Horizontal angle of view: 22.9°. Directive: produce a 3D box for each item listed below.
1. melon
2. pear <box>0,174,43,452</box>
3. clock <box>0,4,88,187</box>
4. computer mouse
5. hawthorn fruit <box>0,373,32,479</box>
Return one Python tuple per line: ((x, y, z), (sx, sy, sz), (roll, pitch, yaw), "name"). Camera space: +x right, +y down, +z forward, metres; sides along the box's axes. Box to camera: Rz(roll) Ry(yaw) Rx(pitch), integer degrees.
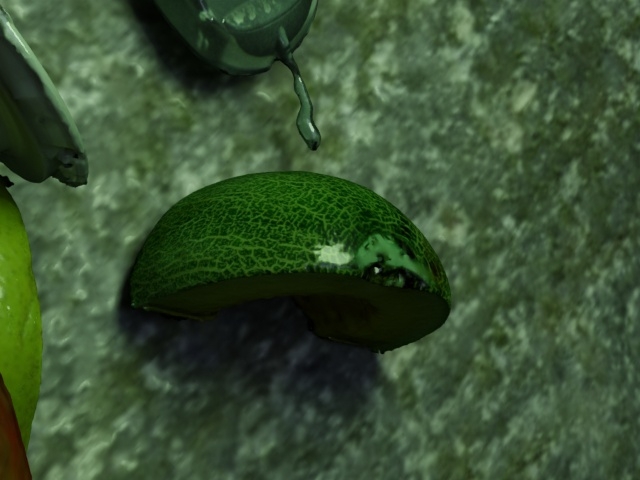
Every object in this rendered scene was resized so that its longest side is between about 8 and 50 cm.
((0.000, 0.000, 1.238), (0.265, 0.169, 0.129), (14, 66, -38), "melon")
((-0.306, 0.054, 0.995), (0.239, 0.139, 0.288), (1, 74, -31), "pear")
((-0.243, -0.118, 1.040), (0.053, 0.236, 0.236), (-39, 104, -15), "clock")
((-0.094, -0.241, 1.290), (0.167, 0.090, 0.379), (-33, 105, -36), "computer mouse")
((-0.350, 0.152, 0.759), (0.403, 0.403, 0.402), (14, 68, -37), "hawthorn fruit")
